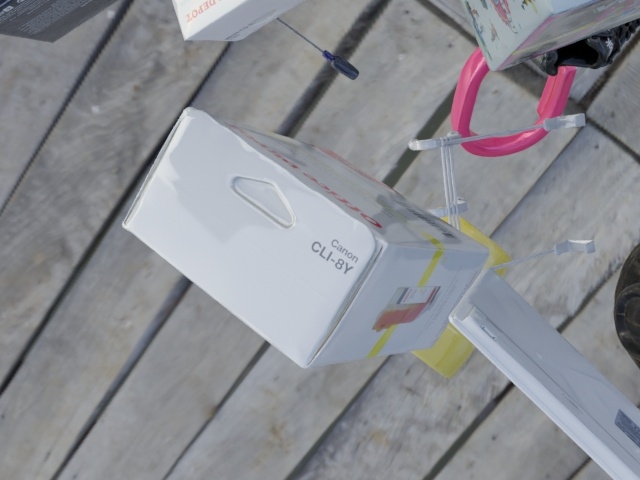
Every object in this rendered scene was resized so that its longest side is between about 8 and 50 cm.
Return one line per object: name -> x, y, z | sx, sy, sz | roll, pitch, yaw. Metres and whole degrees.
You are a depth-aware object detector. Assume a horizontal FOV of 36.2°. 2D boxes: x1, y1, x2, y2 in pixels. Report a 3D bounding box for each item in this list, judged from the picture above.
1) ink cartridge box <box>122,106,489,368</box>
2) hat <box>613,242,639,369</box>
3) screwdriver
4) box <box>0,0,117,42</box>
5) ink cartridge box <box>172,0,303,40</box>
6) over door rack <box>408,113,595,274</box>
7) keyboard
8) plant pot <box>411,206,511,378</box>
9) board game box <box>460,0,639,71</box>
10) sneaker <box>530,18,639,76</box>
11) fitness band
ink cartridge box -> 0.000, 0.000, 1.149 | 0.279, 0.385, 0.160 | 35, 101, 22
hat -> 0.612, 0.138, 1.707 | 0.331, 0.134, 0.331 | 12, 105, 54
screwdriver -> -0.006, -0.314, 1.584 | 0.170, 0.025, 0.024 | 35, 117, -18
box -> -0.285, -0.282, 0.921 | 0.108, 0.207, 0.153 | -30, 92, 9
ink cartridge box -> -0.145, -0.457, 1.458 | 0.197, 0.114, 0.273 | -20, 88, 43
over door rack -> 0.289, -0.068, 1.598 | 0.324, 0.108, 0.239 | -11, 99, -27
keyboard -> 0.178, 0.117, 0.564 | 0.256, 0.072, 0.014 | 44, 119, 3
plant pot -> 0.205, 0.078, 1.752 | 0.254, 0.254, 0.239 | 37, 91, 6
board game box -> 0.234, -0.225, 0.740 | 0.224, 0.303, 0.097 | -21, 90, 4
sneaker -> 0.396, -0.305, 1.328 | 0.276, 0.097, 0.135 | -21, 59, 4
fitness band -> 0.347, -0.267, 1.787 | 0.209, 0.054, 0.291 | -7, 142, -10
